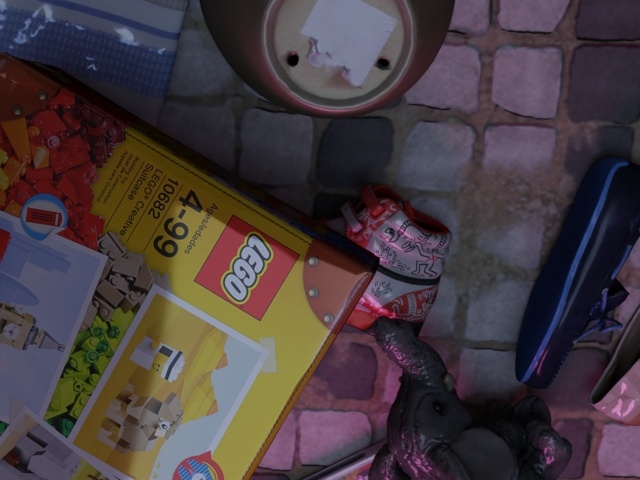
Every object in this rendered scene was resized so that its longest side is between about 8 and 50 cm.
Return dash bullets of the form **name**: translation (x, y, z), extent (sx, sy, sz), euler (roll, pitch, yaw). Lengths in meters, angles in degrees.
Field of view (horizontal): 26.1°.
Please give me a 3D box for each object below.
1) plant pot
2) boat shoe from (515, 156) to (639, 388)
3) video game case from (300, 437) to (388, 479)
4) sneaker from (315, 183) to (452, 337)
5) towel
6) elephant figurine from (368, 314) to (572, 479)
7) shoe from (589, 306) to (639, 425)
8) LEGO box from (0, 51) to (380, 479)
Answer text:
- **plant pot**: translation (0.012, -0.212, 1.232), extent (0.256, 0.274, 0.256), euler (-1, 110, -2)
- **boat shoe**: translation (0.283, 0.046, 1.425), extent (0.089, 0.109, 0.258), euler (19, 111, -12)
- **video game case**: translation (0.037, 0.349, 1.571), extent (0.285, 0.025, 0.204), euler (-27, 109, 8)
- **sneaker**: translation (0.001, 0.000, 1.409), extent (0.270, 0.090, 0.145), euler (18, 108, -12)
- **towel**: translation (-0.237, -0.216, 1.331), extent (0.209, 0.034, 0.285), euler (15, 117, -8)
- **elephant figurine**: translation (0.126, 0.214, 1.419), extent (0.239, 0.186, 0.169), euler (20, 121, -39)
- **shoe**: translation (0.359, 0.102, 1.462), extent (0.058, 0.076, 0.219), euler (22, 110, -15)
- **LEGO box**: translation (-0.231, 0.139, 1.264), extent (0.372, 0.193, 0.500), euler (31, 96, 2)
